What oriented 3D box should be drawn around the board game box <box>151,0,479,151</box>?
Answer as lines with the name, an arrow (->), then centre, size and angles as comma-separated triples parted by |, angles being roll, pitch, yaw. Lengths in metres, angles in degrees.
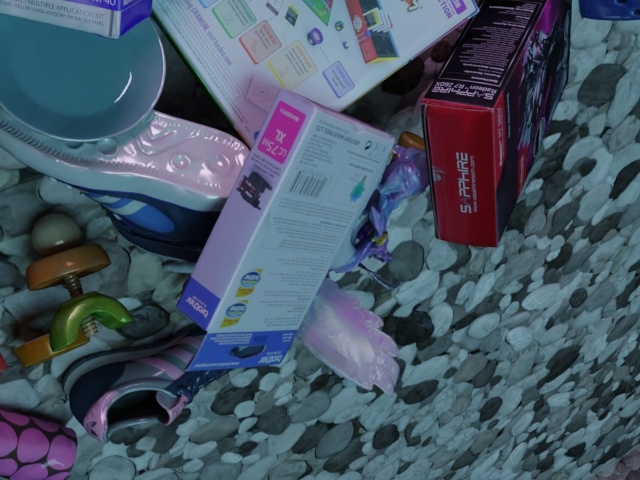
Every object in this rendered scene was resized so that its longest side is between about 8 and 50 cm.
board game box -> -0.009, -0.270, 0.896 | 0.316, 0.064, 0.242 | -36, 113, -5

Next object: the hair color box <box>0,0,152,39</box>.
hair color box -> -0.220, -0.350, 0.624 | 0.185, 0.110, 0.339 | 12, 116, 1

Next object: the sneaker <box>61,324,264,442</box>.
sneaker -> -0.208, 0.212, 1.189 | 0.319, 0.131, 0.112 | -17, 134, -24

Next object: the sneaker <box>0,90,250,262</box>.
sneaker -> -0.244, -0.068, 0.924 | 0.322, 0.130, 0.236 | 19, 151, -12

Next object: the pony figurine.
pony figurine -> 0.000, 0.000, 1.095 | 0.351, 0.303, 0.363 | 25, 115, -12

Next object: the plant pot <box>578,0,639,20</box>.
plant pot -> 0.478, -0.430, 1.031 | 0.236, 0.212, 0.236 | -49, 143, -19

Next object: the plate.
plate -> -0.252, -0.186, 0.809 | 0.188, 0.188, 0.024 | -13, 172, -28

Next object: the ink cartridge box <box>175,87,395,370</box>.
ink cartridge box -> -0.044, -0.001, 0.890 | 0.186, 0.065, 0.311 | 8, 110, -59

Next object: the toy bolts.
toy bolts -> -0.383, 0.076, 0.980 | 0.228, 0.158, 0.218 | -20, 176, -35

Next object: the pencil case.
pencil case -> -0.447, 0.292, 1.119 | 0.098, 0.095, 0.209 | -35, 139, 18

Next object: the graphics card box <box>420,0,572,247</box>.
graphics card box -> 0.246, -0.200, 1.059 | 0.371, 0.094, 0.233 | -59, 150, -35
